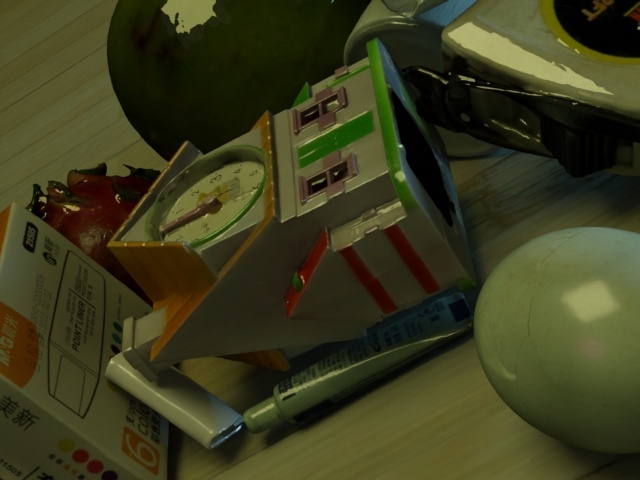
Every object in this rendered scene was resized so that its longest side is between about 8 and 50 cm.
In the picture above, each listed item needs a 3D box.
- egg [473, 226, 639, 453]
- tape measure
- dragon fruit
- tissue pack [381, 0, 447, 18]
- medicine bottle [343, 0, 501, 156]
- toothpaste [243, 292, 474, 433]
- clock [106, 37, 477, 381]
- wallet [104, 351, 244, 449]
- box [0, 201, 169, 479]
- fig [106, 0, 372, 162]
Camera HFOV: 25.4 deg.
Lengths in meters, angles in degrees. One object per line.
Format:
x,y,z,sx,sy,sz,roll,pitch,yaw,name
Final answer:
0.185,0.065,0.973,0.151,0.151,0.209,-46,26,-17,egg
0.246,-0.142,1.196,0.271,0.133,0.231,-38,57,-19,tape measure
-0.266,0.005,1.503,0.198,0.269,0.200,140,137,-70,dragon fruit
0.105,-0.384,1.295,0.266,0.194,0.356,-32,31,7,tissue pack
0.179,-0.253,1.417,0.190,0.190,0.332,-1,45,48,medicine bottle
0.031,0.107,1.207,0.216,0.037,0.062,-29,29,6,toothpaste
-0.044,-0.007,1.237,0.309,0.166,0.235,-27,35,15,clock
-0.128,0.137,1.259,0.061,0.122,0.025,-23,-39,-61,wallet
-0.240,0.117,1.301,0.091,0.221,0.274,-41,28,19,box
-0.065,-0.208,1.498,0.316,0.316,0.316,-27,29,17,fig
